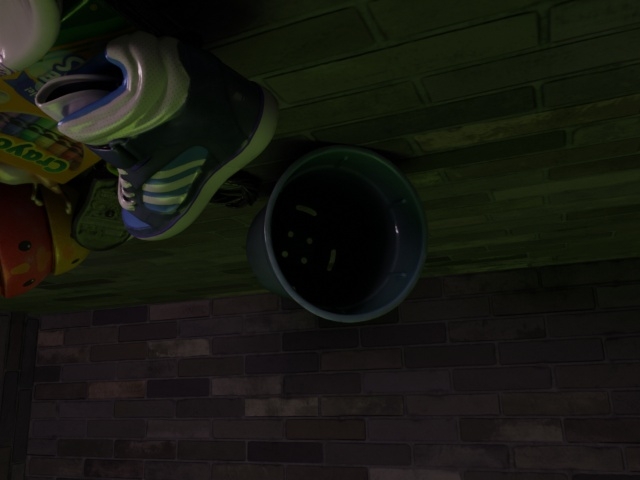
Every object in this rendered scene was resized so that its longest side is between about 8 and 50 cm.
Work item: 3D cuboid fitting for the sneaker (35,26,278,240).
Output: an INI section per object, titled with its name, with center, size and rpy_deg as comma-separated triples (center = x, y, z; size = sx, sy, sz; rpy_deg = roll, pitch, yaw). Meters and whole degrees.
[sneaker]
center = -0.230, -0.118, 0.666
size = 0.236, 0.130, 0.323
rpy_deg = 14, 144, -44

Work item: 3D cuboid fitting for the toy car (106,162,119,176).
[toy car]
center = -0.221, -0.156, 0.912
size = 0.188, 0.148, 0.155
rpy_deg = -20, 149, 22

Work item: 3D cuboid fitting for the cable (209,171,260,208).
[cable]
center = -0.211, -0.117, 1.247
size = 0.151, 0.047, 0.184
rpy_deg = -17, 157, 31

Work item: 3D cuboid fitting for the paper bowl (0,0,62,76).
[paper bowl]
center = -0.353, -0.261, 0.437
size = 0.284, 0.148, 0.284
rpy_deg = -1, 166, 0

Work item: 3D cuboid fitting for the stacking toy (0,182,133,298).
[stacking toy]
center = -0.606, -0.029, 1.180
size = 0.480, 0.350, 0.351
rpy_deg = -15, 174, -31

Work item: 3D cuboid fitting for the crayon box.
[crayon box]
center = -0.327, -0.181, 0.689
size = 0.323, 0.083, 0.203
rpy_deg = -27, 158, 18

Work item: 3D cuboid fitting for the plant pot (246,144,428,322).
[plant pot]
center = 0.000, 0.000, 1.211
size = 0.341, 0.341, 0.334
rpy_deg = 4, 173, -20

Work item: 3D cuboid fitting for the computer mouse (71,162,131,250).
[computer mouse]
center = -0.405, -0.092, 1.114
size = 0.189, 0.072, 0.272
rpy_deg = 15, 124, -40

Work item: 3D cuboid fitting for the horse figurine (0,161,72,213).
[horse figurine]
center = -0.541, -0.113, 0.971
size = 0.263, 0.066, 0.174
rpy_deg = -3, 143, -25
